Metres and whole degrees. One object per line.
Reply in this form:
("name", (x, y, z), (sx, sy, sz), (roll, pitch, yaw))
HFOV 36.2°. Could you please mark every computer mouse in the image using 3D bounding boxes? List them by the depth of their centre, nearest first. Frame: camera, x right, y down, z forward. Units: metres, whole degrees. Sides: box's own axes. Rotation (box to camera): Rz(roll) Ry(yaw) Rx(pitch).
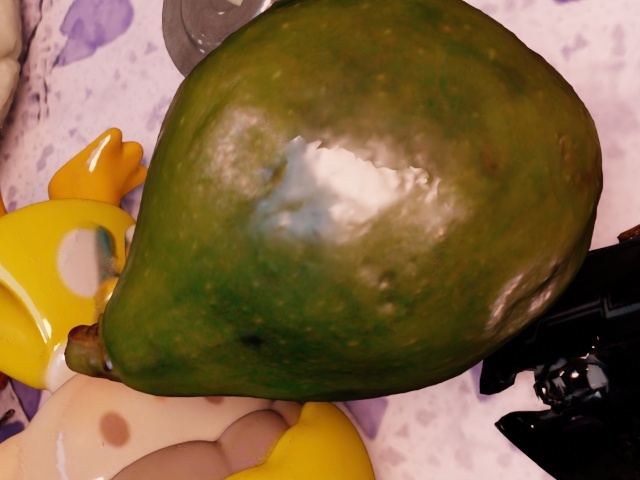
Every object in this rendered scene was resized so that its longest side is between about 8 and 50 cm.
("computer mouse", (0.178, 0.042, 0.440), (0.241, 0.077, 0.146), (-26, 72, 30))

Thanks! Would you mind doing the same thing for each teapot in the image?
("teapot", (-0.004, -0.133, 0.549), (0.149, 0.108, 0.111), (-24, 69, 30))

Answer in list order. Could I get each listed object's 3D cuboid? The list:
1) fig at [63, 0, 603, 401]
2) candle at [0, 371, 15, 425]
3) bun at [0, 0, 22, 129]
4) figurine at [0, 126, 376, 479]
("fig", (0.000, 0.000, 0.440), (0.245, 0.195, 0.195), (-44, 64, 0))
("candle", (-0.237, 0.071, 0.726), (0.048, 0.053, 0.162), (16, 105, -12))
("bun", (-0.402, -0.137, 0.730), (0.349, 0.227, 0.352), (-11, 82, 33))
("figurine", (-0.104, 0.090, 0.544), (0.344, 0.215, 0.187), (62, 153, 25))
